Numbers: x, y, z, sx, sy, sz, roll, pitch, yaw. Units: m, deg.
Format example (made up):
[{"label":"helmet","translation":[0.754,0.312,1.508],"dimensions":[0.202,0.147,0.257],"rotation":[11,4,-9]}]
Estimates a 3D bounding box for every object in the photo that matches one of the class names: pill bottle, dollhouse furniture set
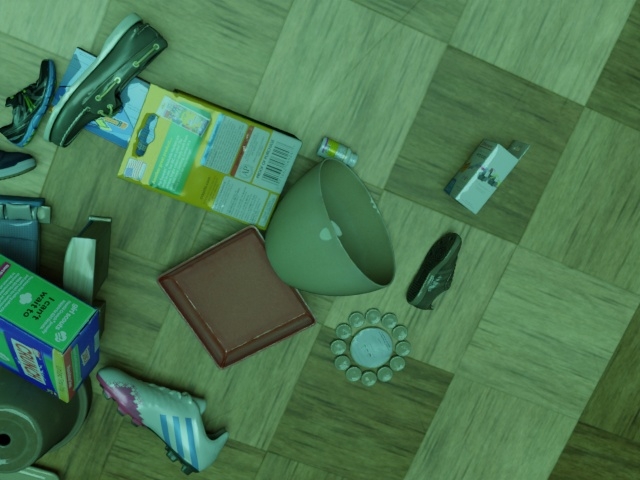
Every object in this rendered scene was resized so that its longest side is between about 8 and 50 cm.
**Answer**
[{"label":"pill bottle","translation":[0.036,-0.184,1.682],"dimensions":[0.083,0.043,0.043],"rotation":[24,100,-11]},{"label":"dollhouse furniture set","translation":[-0.596,0.070,1.607],"dimensions":[0.304,0.198,0.286],"rotation":[6,103,-6]}]

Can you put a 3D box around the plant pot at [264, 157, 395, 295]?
[{"label":"plant pot","translation":[0.000,0.000,1.625],"dimensions":[0.191,0.284,0.284],"rotation":[-26,106,23]}]

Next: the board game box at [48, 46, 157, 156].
[{"label":"board game box","translation":[-0.393,-0.264,1.631],"dimensions":[0.281,0.027,0.145],"rotation":[26,98,-11]}]

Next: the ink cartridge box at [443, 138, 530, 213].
[{"label":"ink cartridge box","translation":[0.349,-0.152,1.687],"dimensions":[0.062,0.104,0.181],"rotation":[36,97,-13]}]

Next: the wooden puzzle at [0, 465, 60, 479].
[{"label":"wooden puzzle","translation":[-0.729,0.588,1.805],"dimensions":[0.239,0.044,0.220],"rotation":[21,101,-5]}]

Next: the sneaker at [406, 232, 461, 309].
[{"label":"sneaker","translation":[0.264,0.070,1.765],"dimensions":[0.071,0.066,0.188],"rotation":[26,106,-28]}]

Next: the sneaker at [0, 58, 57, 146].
[{"label":"sneaker","translation":[-0.582,-0.278,1.589],"dimensions":[0.078,0.067,0.188],"rotation":[27,103,-17]}]

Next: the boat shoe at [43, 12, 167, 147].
[{"label":"boat shoe","translation":[-0.419,-0.296,1.551],"dimensions":[0.091,0.109,0.305],"rotation":[38,93,-8]}]

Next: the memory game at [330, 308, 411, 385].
[{"label":"memory game","translation":[0.114,0.242,1.810],"dimensions":[0.186,0.012,0.186],"rotation":[-1,103,-5]}]

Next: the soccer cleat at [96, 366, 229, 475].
[{"label":"soccer cleat","translation":[-0.342,0.367,1.760],"dimensions":[0.143,0.116,0.331],"rotation":[-45,106,-10]}]

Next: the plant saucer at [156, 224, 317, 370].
[{"label":"plant saucer","translation":[-0.176,0.120,1.711],"dimensions":[0.258,0.047,0.259],"rotation":[-28,105,16]}]

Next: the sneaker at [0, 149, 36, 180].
[{"label":"sneaker","translation":[-0.717,-0.184,1.571],"dimensions":[0.282,0.099,0.153],"rotation":[-10,101,-16]}]

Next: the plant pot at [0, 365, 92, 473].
[{"label":"plant pot","translation":[-0.626,0.360,1.660],"dimensions":[0.263,0.229,0.263],"rotation":[-1,103,-6]}]

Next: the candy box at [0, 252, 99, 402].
[{"label":"candy box","translation":[-0.589,0.152,1.531],"dimensions":[0.317,0.268,0.122],"rotation":[28,56,2]}]

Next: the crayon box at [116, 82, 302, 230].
[{"label":"crayon box","translation":[-0.225,-0.172,1.620],"dimensions":[0.323,0.083,0.203],"rotation":[20,101,-19]}]
